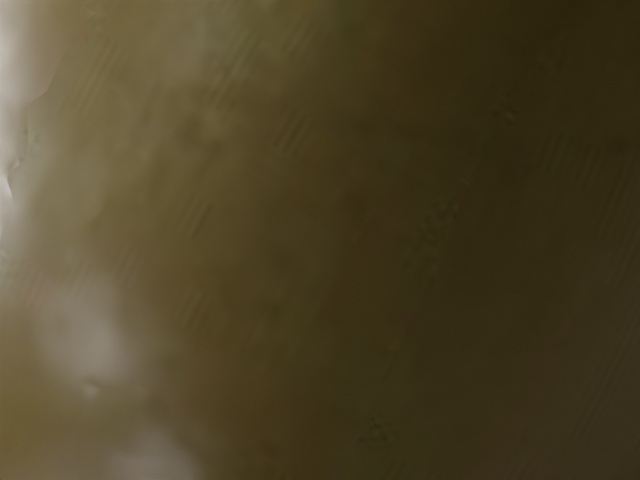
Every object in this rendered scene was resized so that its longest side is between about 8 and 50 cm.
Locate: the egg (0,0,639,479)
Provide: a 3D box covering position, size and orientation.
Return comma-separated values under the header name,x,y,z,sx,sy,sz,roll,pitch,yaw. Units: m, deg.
name,x,y,z,sx,sy,sz,roll,pitch,yaw
egg,0.009,-0.026,0.557,0.301,0.301,0.374,-58,-11,-66
